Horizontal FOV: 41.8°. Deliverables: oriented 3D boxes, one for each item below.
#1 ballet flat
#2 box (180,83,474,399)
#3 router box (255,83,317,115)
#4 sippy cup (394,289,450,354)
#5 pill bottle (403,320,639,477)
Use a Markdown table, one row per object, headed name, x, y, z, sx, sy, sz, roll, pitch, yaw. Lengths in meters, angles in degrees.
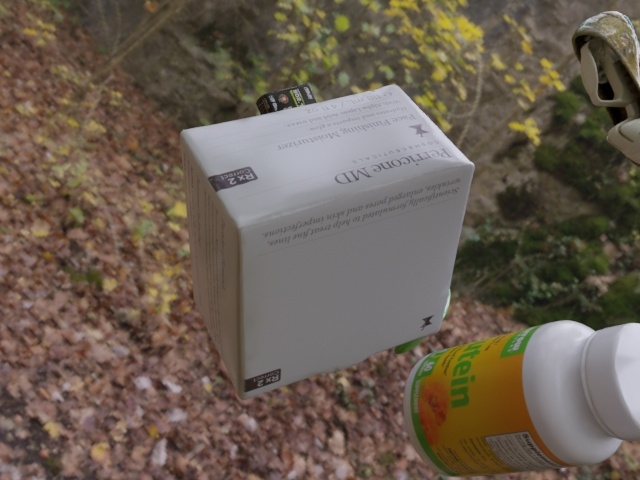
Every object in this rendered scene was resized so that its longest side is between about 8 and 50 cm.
| name | x | y | z | sx | sy | sz | roll | pitch | yaw |
| --- | --- | --- | --- | --- | --- | --- | --- | --- | --- |
| ballet flat | 0.539 | -0.234 | 1.473 | 0.123 | 0.123 | 0.349 | 6 | 61 | -79 |
| box | 0.000 | 0.000 | 0.638 | 0.119 | 0.181 | 0.182 | 55 | -28 | 40 |
| router box | -0.039 | -0.190 | 1.377 | 0.038 | 0.092 | 0.122 | -29 | -97 | 55 |
| sippy cup | 0.009 | -0.005 | 1.032 | 0.305 | 0.240 | 0.224 | 15 | 25 | 30 |
| pill bottle | 0.211 | 0.155 | 0.823 | 0.136 | 0.245 | 0.136 | 16 | 64 | -36 |
